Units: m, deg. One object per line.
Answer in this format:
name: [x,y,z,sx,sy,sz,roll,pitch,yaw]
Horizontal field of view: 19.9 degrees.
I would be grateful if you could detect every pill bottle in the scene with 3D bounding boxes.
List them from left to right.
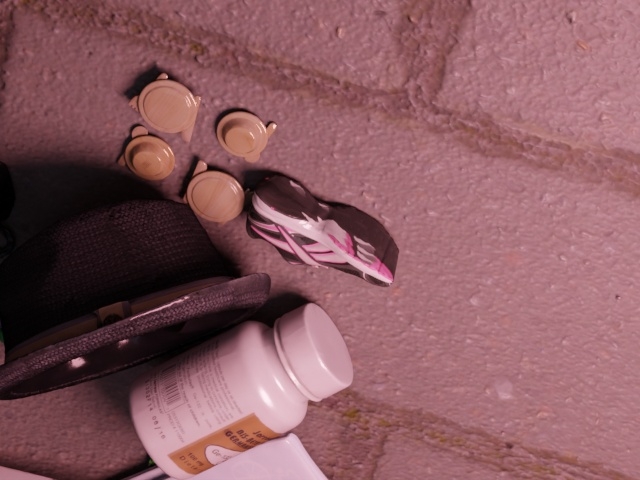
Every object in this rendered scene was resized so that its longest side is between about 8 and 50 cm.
pill bottle: [-0.086,0.163,2.022,0.229,0.131,0.131,-28,112,17]

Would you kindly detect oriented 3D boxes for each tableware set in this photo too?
tableware set: [-0.135,-0.097,1.945,0.169,0.020,0.141,27,124,-7]

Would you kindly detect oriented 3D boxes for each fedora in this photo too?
fedora: [-0.226,0.051,1.947,0.334,0.334,0.152,-23,81,23]

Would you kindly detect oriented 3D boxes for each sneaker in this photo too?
sneaker: [0.000,0.000,1.957,0.178,0.072,0.077,32,134,1]

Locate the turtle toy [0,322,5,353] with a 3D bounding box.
turtle toy: [-0.344,0.099,2.077,0.130,0.066,0.095,-3,120,13]

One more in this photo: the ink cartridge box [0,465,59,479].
ink cartridge box: [-0.300,0.397,2.178,0.283,0.117,0.207,11,132,17]

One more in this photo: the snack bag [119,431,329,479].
snack bag: [-0.077,0.372,2.181,0.343,0.037,0.323,-24,115,32]

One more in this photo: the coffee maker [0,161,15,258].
coffee maker: [-0.397,-0.016,1.953,0.120,0.178,0.171,-28,112,26]

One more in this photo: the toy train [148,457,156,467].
toy train: [-0.169,0.280,2.181,0.083,0.017,0.023,31,132,-8]
